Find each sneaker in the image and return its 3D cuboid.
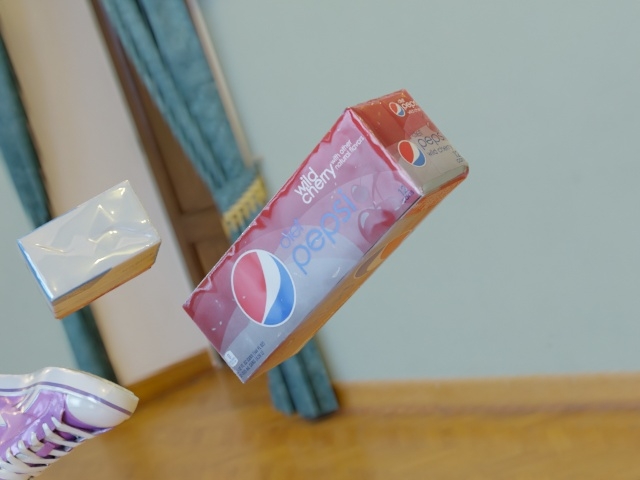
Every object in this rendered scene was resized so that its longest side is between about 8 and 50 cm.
[{"bbox_3d":[-0.311,0.231,1.482,0.282,0.102,0.161,-13,55,48],"label":"sneaker"}]

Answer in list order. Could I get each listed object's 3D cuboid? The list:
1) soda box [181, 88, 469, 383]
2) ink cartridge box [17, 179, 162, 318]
[{"bbox_3d":[0.000,0.000,1.075,0.083,0.092,0.263,-24,-18,-52],"label":"soda box"},{"bbox_3d":[-0.255,0.017,1.473,0.134,0.078,0.231,-30,-3,-13],"label":"ink cartridge box"}]
